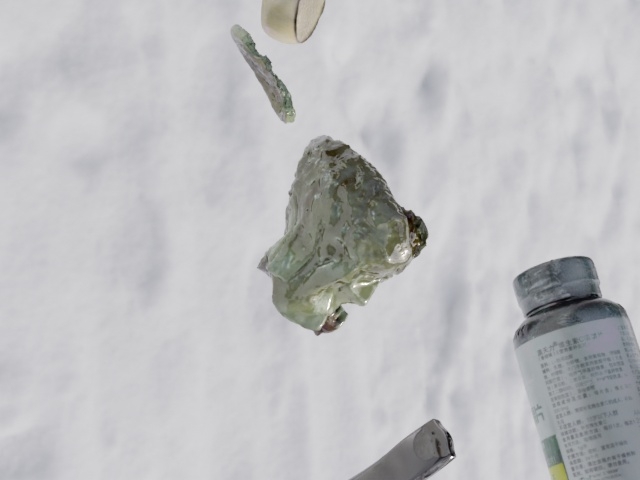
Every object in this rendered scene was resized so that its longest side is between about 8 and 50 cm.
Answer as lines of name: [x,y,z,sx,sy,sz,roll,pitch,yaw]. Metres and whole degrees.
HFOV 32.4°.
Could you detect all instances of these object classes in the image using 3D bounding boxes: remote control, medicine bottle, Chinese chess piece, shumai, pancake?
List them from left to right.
pancake: [-0.065,-0.193,1.281,0.129,0.023,0.116,58,-4,-5]
Chinese chess piece: [-0.030,-0.298,1.331,0.122,0.051,0.122,19,90,-78]
shumai: [0.002,-0.001,1.435,0.189,0.256,0.218,41,86,-15]
remote control: [0.068,0.284,1.288,0.028,0.212,0.059,30,27,-43]
medicine bottle: [0.310,0.168,1.282,0.141,0.141,0.293,13,59,-53]
